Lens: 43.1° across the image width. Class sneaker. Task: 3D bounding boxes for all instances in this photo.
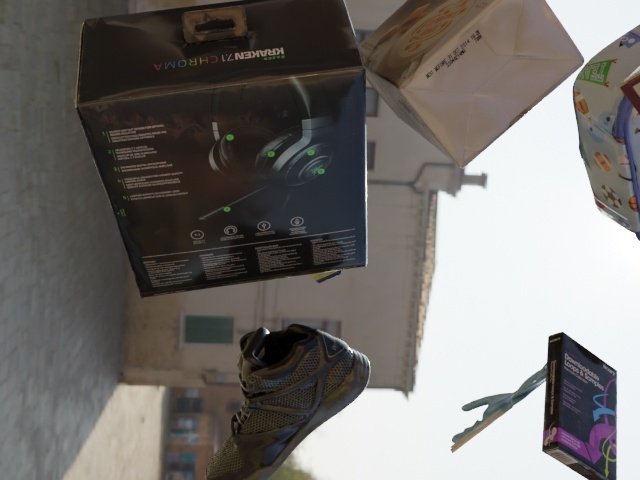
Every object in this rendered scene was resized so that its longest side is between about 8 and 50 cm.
[{"bbox_3d":[-0.068,0.173,0.864,0.227,0.130,0.087,-44,-156,16],"label":"sneaker"}]

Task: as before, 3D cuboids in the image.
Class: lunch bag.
[{"bbox_3d":[0.450,-0.156,1.016,0.115,0.243,0.303,52,-7,45],"label":"lunch bag"}]

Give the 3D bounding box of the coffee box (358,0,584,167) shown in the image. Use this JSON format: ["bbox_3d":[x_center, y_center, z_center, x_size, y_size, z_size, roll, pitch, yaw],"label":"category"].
[{"bbox_3d":[0.127,-0.177,0.786,0.098,0.141,0.246,47,8,-19],"label":"coffee box"}]

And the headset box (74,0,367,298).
[{"bbox_3d":[-0.084,-0.093,0.790,0.283,0.246,0.131,84,-4,-49],"label":"headset box"}]

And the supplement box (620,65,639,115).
[{"bbox_3d":[0.216,-0.098,0.449,0.043,0.083,0.055,53,-35,-2],"label":"supplement box"}]

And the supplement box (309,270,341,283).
[{"bbox_3d":[0.000,0.000,1.163,0.056,0.083,0.083,-27,-152,52],"label":"supplement box"}]

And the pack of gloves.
[{"bbox_3d":[0.278,0.227,1.213,0.046,0.232,0.195,53,2,16],"label":"pack of gloves"}]

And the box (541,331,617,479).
[{"bbox_3d":[0.327,0.210,1.012,0.029,0.116,0.162,-31,-145,44],"label":"box"}]
